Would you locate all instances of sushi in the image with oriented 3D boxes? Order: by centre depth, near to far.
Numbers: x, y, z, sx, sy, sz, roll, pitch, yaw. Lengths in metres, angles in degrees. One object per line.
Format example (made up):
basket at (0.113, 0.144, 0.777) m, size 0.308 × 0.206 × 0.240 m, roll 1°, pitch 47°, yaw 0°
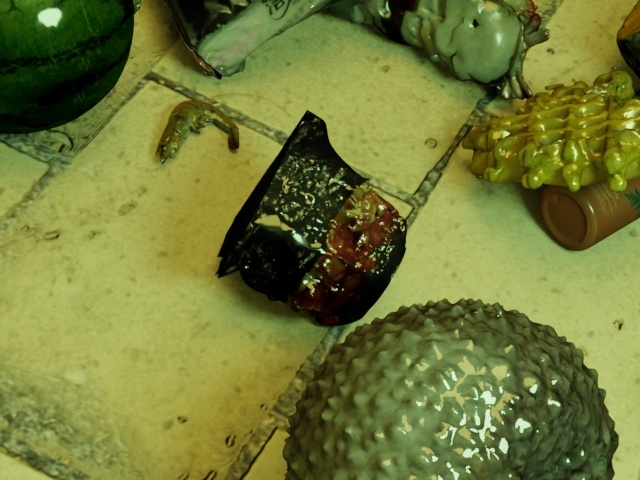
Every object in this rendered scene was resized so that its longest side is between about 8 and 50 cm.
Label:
sushi at (0.000, 0.000, 1.802) m, size 0.150 × 0.153 × 0.172 m, roll 32°, pitch 23°, yaw -7°
sushi at (0.119, -0.278, 2.111) m, size 0.332 × 0.124 × 0.130 m, roll 27°, pitch 36°, yaw 14°

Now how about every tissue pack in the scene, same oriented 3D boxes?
tissue pack at (-0.091, -0.358, 2.086) m, size 0.245 × 0.123 × 0.332 m, roll -38°, pitch 52°, yaw 12°

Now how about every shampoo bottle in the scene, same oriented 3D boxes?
shampoo bottle at (0.342, -0.071, 1.990) m, size 0.244 × 0.085 × 0.085 m, roll -29°, pitch 59°, yaw -32°

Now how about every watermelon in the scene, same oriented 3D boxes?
watermelon at (-0.305, -0.224, 1.874) m, size 0.242 × 0.242 × 0.242 m, roll 7°, pitch 46°, yaw -7°

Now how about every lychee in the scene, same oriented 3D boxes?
lychee at (0.099, 0.180, 1.554) m, size 0.300 × 0.300 × 0.300 m, roll 7°, pitch 46°, yaw -7°

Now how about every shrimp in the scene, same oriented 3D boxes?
shrimp at (-0.127, -0.109, 1.957) m, size 0.083 × 0.023 × 0.114 m, roll 24°, pitch 42°, yaw 6°

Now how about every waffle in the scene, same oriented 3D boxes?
waffle at (0.286, -0.118, 1.939) m, size 0.260 × 0.069 × 0.293 m, roll -22°, pitch 19°, yaw -25°

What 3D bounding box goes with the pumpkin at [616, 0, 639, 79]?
pumpkin at (0.454, -0.266, 2.140) m, size 0.139 × 0.222 × 0.317 m, roll 44°, pitch 47°, yaw -10°
